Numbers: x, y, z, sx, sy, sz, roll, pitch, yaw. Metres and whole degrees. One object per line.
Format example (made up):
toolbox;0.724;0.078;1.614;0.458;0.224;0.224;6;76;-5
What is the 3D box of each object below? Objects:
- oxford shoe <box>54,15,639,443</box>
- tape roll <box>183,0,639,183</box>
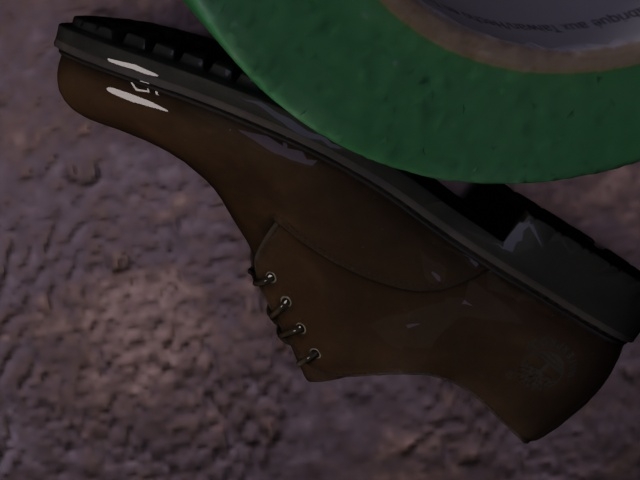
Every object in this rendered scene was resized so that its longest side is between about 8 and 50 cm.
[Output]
oxford shoe;0.000;0.000;0.624;0.227;0.083;0.096;31;100;-5
tape roll;0.085;-0.170;0.518;0.321;0.077;0.321;-16;131;-19
